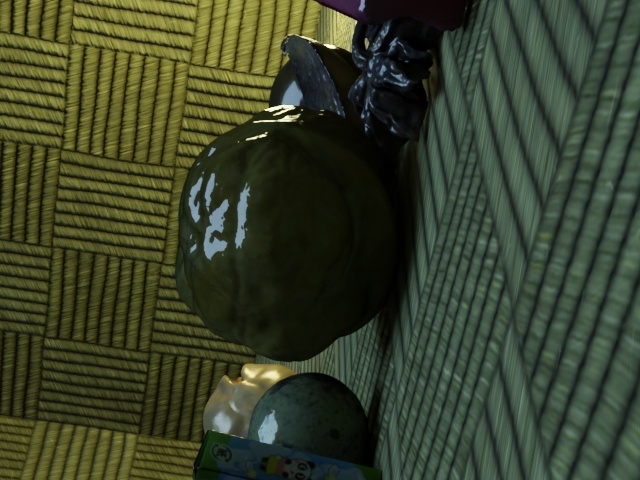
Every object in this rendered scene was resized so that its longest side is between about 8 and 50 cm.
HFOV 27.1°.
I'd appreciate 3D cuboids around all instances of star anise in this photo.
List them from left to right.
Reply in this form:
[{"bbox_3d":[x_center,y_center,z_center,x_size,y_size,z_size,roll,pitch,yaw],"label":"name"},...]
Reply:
[{"bbox_3d":[0.081,-0.206,1.501,0.231,0.089,0.209,-104,28,-47],"label":"star anise"}]

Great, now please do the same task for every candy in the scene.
[{"bbox_3d":[-0.041,0.273,1.415,0.062,0.195,0.097,-76,-1,-51],"label":"candy"}]

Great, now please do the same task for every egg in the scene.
[{"bbox_3d":[-0.016,0.241,1.522,0.141,0.141,0.181,-154,74,-85],"label":"egg"}]

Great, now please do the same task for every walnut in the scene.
[{"bbox_3d":[-0.041,-0.009,1.532,0.253,0.282,0.276,26,128,40],"label":"walnut"}]

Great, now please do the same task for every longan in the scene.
[{"bbox_3d":[0.008,-0.177,1.888,0.185,0.159,0.204,139,127,-72],"label":"longan"}]

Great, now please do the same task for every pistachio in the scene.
[{"bbox_3d":[-0.098,0.297,2.220,0.299,0.188,0.187,85,-167,-85],"label":"pistachio"}]

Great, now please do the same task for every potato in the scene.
[{"bbox_3d":[0.047,-0.157,1.696,0.120,0.100,0.261,-30,74,62],"label":"potato"}]

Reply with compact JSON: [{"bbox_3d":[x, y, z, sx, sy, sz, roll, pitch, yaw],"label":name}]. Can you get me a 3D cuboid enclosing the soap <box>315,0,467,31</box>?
[{"bbox_3d":[0.041,-0.368,1.400,0.359,0.128,0.232,-138,55,-60],"label":"soap"}]
